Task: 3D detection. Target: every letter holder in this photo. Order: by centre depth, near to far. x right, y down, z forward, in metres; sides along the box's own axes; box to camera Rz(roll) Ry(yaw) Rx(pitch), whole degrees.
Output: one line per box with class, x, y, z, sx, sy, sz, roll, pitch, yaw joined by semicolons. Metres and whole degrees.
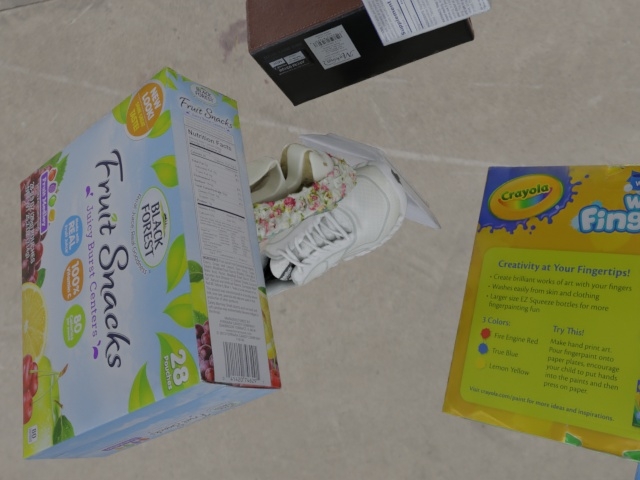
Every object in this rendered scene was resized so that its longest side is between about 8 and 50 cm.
letter holder;0.052;-0.375;1.074;0.302;0.214;0.152;-16;153;20

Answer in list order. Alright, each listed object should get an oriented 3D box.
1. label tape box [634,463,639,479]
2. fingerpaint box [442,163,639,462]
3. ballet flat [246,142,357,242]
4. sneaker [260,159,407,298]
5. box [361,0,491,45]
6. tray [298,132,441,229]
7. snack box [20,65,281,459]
label tape box;0.671;0.323;1.213;0.348;0.115;0.249;-26;126;-34
fingerpaint box;0.417;0.095;0.914;0.163;0.445;0.370;23;76;-46
ballet flat;-0.039;-0.057;0.743;0.241;0.091;0.077;-34;137;-44
sneaker;0.000;0.000;0.938;0.110;0.118;0.292;52;133;2
box;0.113;-0.313;0.818;0.137;0.072;0.126;-12;134;26
tray;0.086;-0.091;1.058;0.030;0.145;0.270;-63;149;-5
snack box;-0.123;0.020;0.466;0.175;0.207;0.070;-27;153;32
